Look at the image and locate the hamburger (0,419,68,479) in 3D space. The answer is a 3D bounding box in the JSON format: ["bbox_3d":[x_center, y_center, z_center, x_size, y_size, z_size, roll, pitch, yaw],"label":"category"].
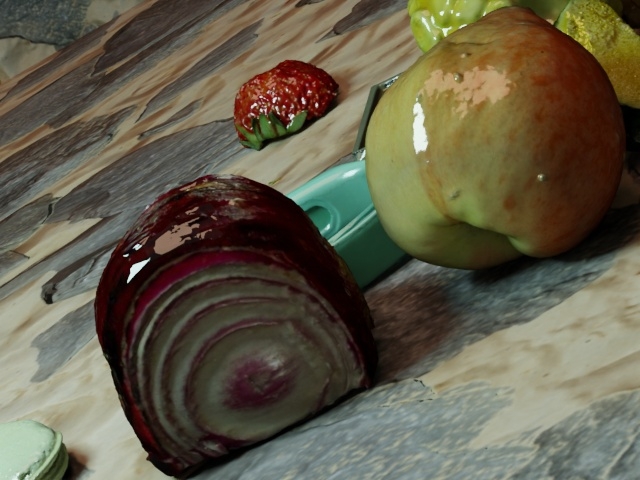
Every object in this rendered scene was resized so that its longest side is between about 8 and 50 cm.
[{"bbox_3d":[-0.261,0.198,1.576,0.084,0.054,0.121,-29,20,-8],"label":"hamburger"}]

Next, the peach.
[{"bbox_3d":[0.140,-0.091,1.447,0.232,0.232,0.232,-27,18,10],"label":"peach"}]

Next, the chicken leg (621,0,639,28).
[{"bbox_3d":[0.360,-0.278,1.825,0.207,0.085,0.101,-33,5,-35],"label":"chicken leg"}]

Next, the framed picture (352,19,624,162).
[{"bbox_3d":[0.183,-0.188,1.943,0.315,0.024,0.232,-24,19,17],"label":"framed picture"}]

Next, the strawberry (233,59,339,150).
[{"bbox_3d":[-0.042,-0.181,2.210,0.146,0.082,0.187,-16,18,22],"label":"strawberry"}]

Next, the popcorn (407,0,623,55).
[{"bbox_3d":[0.182,-0.203,1.711,0.181,0.216,0.235,25,16,27],"label":"popcorn"}]

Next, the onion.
[{"bbox_3d":[-0.081,0.045,1.461,0.216,0.207,0.206,-24,22,3],"label":"onion"}]

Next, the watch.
[{"bbox_3d":[0.000,0.000,1.658,0.237,0.068,0.195,-30,19,5],"label":"watch"}]

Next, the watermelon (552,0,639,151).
[{"bbox_3d":[0.249,-0.131,1.556,0.092,0.075,0.181,-24,49,-19],"label":"watermelon"}]
